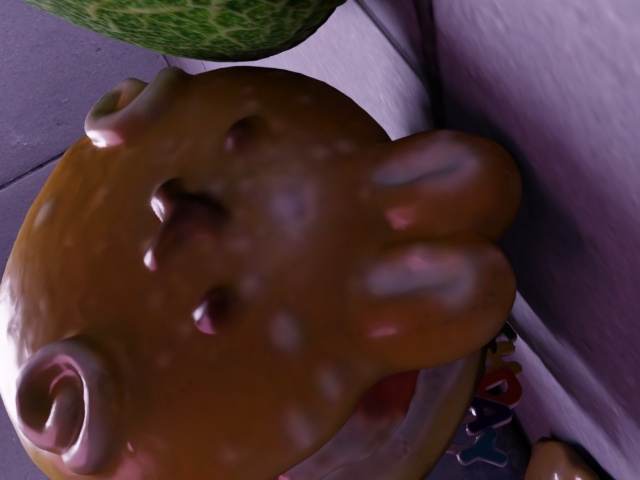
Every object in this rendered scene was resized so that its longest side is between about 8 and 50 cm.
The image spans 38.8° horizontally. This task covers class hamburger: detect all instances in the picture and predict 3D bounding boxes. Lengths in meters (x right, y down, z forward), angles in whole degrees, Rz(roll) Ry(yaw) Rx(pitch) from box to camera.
[{"bbox_3d":[-0.034,0.032,0.499,0.302,0.261,0.186,8,158,26],"label":"hamburger"}]

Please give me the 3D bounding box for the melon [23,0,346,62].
[{"bbox_3d":[-0.127,-0.225,0.519,0.331,0.226,0.343,24,172,-5],"label":"melon"}]

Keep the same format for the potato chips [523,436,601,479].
[{"bbox_3d":[0.193,0.235,0.615,0.195,0.061,0.208,49,166,55],"label":"potato chips"}]

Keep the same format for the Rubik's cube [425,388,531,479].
[{"bbox_3d":[-0.021,0.163,0.867,0.318,0.316,0.313,62,175,-10],"label":"Rubik's cube"}]

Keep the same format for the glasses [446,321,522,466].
[{"bbox_3d":[0.035,0.074,0.630,0.255,0.162,0.095,53,173,38],"label":"glasses"}]
